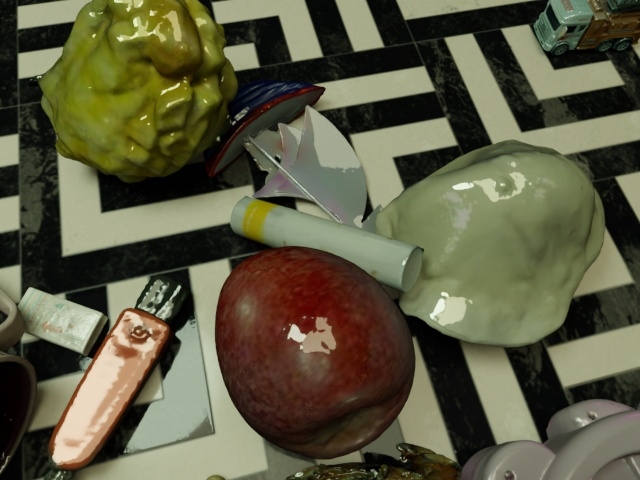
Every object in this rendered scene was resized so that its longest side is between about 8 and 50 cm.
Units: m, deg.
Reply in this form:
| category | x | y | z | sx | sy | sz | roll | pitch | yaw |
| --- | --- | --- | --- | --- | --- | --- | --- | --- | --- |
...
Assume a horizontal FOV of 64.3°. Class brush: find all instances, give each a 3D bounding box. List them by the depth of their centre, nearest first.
| category | x | y | z | sx | sy | sz | roll | pitch | yaw |
| --- | --- | --- | --- | --- | --- | --- | --- | --- | --- |
| brush | -0.258 | 0.185 | 0.611 | 0.070 | 0.051 | 0.324 | 26 | 64 | 1 |

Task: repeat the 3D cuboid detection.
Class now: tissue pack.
| category | x | y | z | sx | sy | sz | roll | pitch | yaw |
| --- | --- | --- | --- | --- | --- | --- | --- | --- | --- |
| tissue pack | -0.337 | 0.103 | 0.654 | 0.108 | 0.023 | 0.056 | 19 | 66 | 6 |

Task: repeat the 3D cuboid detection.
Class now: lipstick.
| category | x | y | z | sx | sy | sz | roll | pitch | yaw |
| --- | --- | --- | --- | --- | --- | --- | --- | --- | --- |
| lipstick | 0.000 | 0.000 | 0.648 | 0.263 | 0.059 | 0.059 | 18 | 64 | 31 |

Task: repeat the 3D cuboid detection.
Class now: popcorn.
| category | x | y | z | sx | sy | sz | roll | pitch | yaw |
| --- | --- | --- | --- | --- | --- | --- | --- | --- | --- |
| popcorn | -0.246 | -0.208 | 0.682 | 0.286 | 0.215 | 0.252 | -39 | 57 | 23 |

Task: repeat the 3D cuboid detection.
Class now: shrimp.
| category | x | y | z | sx | sy | sz | roll | pitch | yaw |
| --- | --- | --- | --- | --- | --- | --- | --- | --- | --- |
| shrimp | 0.055 | 0.246 | 0.543 | 0.194 | 0.148 | 0.035 | 0 | 57 | 0 |

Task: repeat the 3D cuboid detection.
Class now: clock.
| category | x | y | z | sx | sy | sz | roll | pitch | yaw |
| --- | --- | --- | --- | --- | --- | --- | --- | --- | --- |
| clock | 0.346 | 0.321 | 0.542 | 0.321 | 0.113 | 0.296 | -19 | 68 | -13 |

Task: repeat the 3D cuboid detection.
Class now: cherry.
| category | x | y | z | sx | sy | sz | roll | pitch | yaw |
| --- | --- | --- | --- | --- | --- | --- | --- | --- | --- |
| cherry | -0.009 | 0.105 | 0.562 | 0.205 | 0.239 | 0.240 | -23 | 67 | 8 |

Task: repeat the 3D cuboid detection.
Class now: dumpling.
| category | x | y | z | sx | sy | sz | roll | pitch | yaw |
| --- | --- | --- | --- | --- | --- | --- | --- | --- | --- |
| dumpling | 0.237 | 0.004 | 0.637 | 0.317 | 0.187 | 0.243 | -8 | 67 | -2 |

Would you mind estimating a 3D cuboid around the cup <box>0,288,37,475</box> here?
| category | x | y | z | sx | sy | sz | roll | pitch | yaw |
| --- | --- | --- | --- | --- | --- | --- | --- | --- | --- |
| cup | -0.462 | 0.147 | 0.524 | 0.272 | 0.208 | 0.289 | 21 | 75 | 8 |

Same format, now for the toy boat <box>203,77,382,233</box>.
| category | x | y | z | sx | sy | sz | roll | pitch | yaw |
| --- | --- | --- | --- | --- | --- | --- | --- | --- | --- |
| toy boat | -0.018 | -0.137 | 0.760 | 0.318 | 0.072 | 0.219 | 22 | 69 | 4 |

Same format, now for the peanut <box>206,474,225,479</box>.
| category | x | y | z | sx | sy | sz | roll | pitch | yaw |
| --- | --- | --- | --- | --- | --- | --- | --- | --- | --- |
| peanut | -0.113 | 0.306 | 0.567 | 0.037 | 0.037 | 0.083 | -15 | 69 | -10 |

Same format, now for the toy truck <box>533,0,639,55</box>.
| category | x | y | z | sx | sy | sz | roll | pitch | yaw |
| --- | --- | --- | --- | --- | --- | --- | --- | --- | --- |
| toy truck | 0.472 | -0.388 | 0.870 | 0.177 | 0.115 | 0.080 | -8 | 66 | -5 |
